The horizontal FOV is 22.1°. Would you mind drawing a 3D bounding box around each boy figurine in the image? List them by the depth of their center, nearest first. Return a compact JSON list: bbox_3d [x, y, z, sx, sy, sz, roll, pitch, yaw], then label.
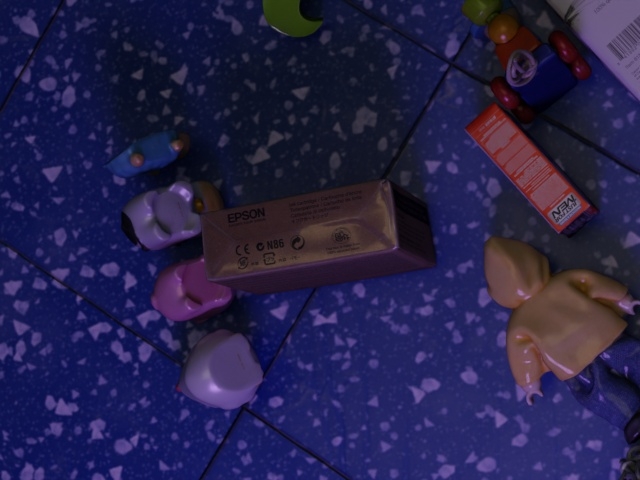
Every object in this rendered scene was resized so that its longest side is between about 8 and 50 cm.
[{"bbox_3d":[0.286,0.111,1.903,0.285,0.092,0.177,43,92,16],"label":"boy figurine"}]

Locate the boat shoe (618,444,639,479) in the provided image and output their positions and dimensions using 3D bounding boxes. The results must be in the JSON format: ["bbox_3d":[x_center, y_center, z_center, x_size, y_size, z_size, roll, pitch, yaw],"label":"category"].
[{"bbox_3d":[0.382,0.284,1.853,0.105,0.113,0.306,19,101,2],"label":"boat shoe"}]

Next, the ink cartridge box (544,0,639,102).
[{"bbox_3d":[0.368,-0.289,1.904,0.172,0.100,0.237,-43,77,9],"label":"ink cartridge box"}]

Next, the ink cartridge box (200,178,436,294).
[{"bbox_3d":[0.000,0.000,1.943,0.234,0.193,0.088,-10,81,15],"label":"ink cartridge box"}]

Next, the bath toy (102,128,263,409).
[{"bbox_3d":[-0.165,0.044,2.026,0.129,0.151,0.348,-26,80,52],"label":"bath toy"}]

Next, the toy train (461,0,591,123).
[{"bbox_3d":[0.213,-0.233,1.872,0.105,0.248,0.143,-39,72,11],"label":"toy train"}]

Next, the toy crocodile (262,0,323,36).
[{"bbox_3d":[-0.020,-0.422,2.023,0.105,0.115,0.341,11,91,-2],"label":"toy crocodile"}]

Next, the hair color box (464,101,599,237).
[{"bbox_3d":[0.249,-0.082,1.928,0.053,0.093,0.167,-42,77,10],"label":"hair color box"}]
